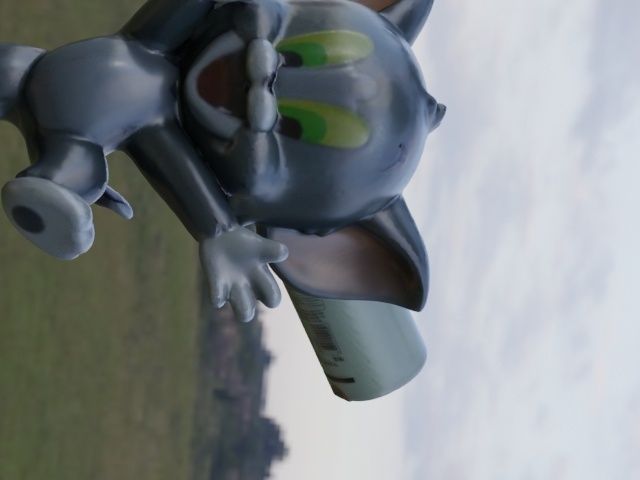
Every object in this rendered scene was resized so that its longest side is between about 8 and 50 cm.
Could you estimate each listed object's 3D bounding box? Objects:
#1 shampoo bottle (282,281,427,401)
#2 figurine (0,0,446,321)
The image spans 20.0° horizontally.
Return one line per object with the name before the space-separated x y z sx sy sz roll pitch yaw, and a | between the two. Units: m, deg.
shampoo bottle | 0.000 0.000 1.420 0.085 0.085 0.262 -93 161 -64
figurine | -0.063 -0.047 0.898 0.140 0.265 0.193 61 20 -77
